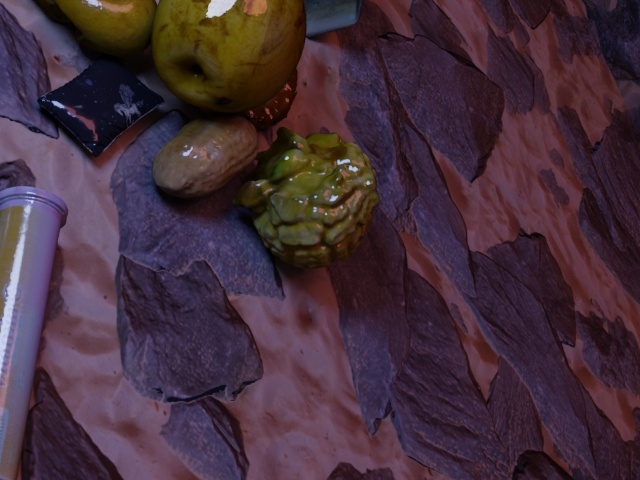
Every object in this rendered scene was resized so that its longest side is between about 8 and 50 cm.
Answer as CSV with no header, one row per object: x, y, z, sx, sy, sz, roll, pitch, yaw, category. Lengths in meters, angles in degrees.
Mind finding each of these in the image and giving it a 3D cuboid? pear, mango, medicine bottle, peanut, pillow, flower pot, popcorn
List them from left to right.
-0.431,0.130,1.399,0.108,0.108,0.426,24,52,-32,medicine bottle
-0.399,-0.421,1.761,0.262,0.130,0.167,39,43,-6,mango
-0.366,-0.234,1.731,0.141,0.055,0.208,41,41,-5,pillow
-0.201,-0.150,1.784,0.129,0.129,0.224,54,42,-3,peanut
-0.156,-0.353,1.745,0.280,0.280,0.281,24,50,-32,pear
-0.015,-0.077,1.848,0.270,0.224,0.258,-20,56,-35,popcorn
-0.005,-0.582,2.184,0.209,0.239,0.190,8,52,-4,flower pot

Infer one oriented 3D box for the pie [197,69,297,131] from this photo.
-0.169,-0.345,1.970,0.315,0.092,0.315,19,59,-35,pie
